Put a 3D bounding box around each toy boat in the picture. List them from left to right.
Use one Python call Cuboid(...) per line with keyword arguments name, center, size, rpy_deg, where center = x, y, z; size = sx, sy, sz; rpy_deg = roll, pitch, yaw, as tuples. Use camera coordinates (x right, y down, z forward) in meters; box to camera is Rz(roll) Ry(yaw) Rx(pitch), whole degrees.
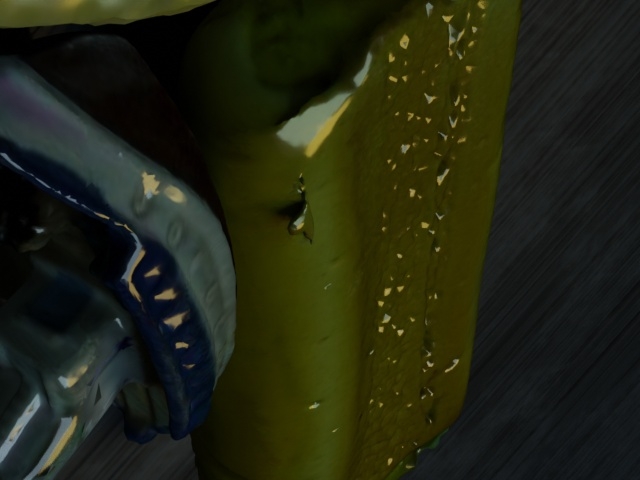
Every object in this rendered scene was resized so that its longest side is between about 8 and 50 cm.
Cuboid(name="toy boat", center=(-0.101, 0.022, 0.730), size=(0.115, 0.114, 0.262), rpy_deg=(-48, 153, -29))

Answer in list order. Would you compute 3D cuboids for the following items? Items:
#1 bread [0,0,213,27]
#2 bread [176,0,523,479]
Cuboid(name="bread", center=(-0.147, -0.219, 0.343), size=(0.233, 0.245, 0.362), rpy_deg=(-6, 105, -33))
Cuboid(name="bread", center=(0.000, 0.000, 0.871), size=(0.166, 0.112, 0.383), rpy_deg=(-39, 153, -25))
